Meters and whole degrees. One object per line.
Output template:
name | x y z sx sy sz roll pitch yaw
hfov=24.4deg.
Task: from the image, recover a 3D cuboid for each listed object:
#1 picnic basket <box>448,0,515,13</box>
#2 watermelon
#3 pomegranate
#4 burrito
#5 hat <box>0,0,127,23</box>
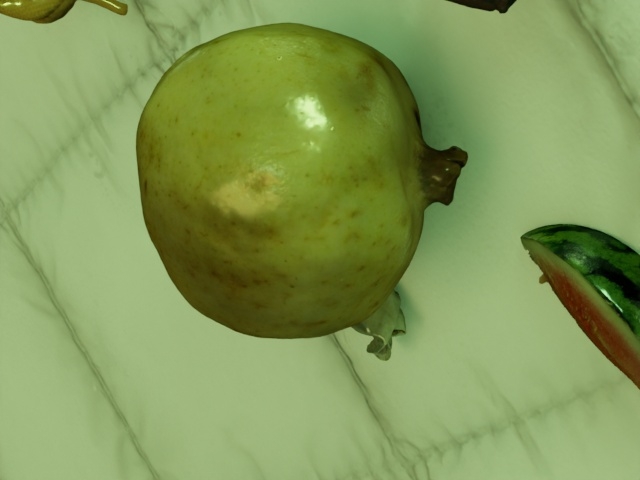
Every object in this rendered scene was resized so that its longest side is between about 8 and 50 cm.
picnic basket | 0.135 -0.304 1.067 0.129 0.222 0.297 29 133 13
watermelon | 0.256 0.072 1.263 0.245 0.063 0.119 49 153 16
pomegranate | -0.037 -0.059 1.342 0.307 0.307 0.307 26 130 37
burrito | 0.000 0.000 1.505 0.275 0.059 0.082 53 148 12
hat | -0.293 -0.321 1.583 0.233 0.233 0.244 38 109 3
